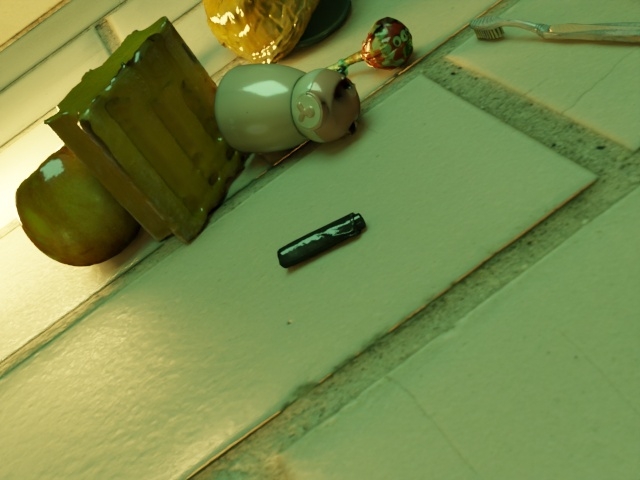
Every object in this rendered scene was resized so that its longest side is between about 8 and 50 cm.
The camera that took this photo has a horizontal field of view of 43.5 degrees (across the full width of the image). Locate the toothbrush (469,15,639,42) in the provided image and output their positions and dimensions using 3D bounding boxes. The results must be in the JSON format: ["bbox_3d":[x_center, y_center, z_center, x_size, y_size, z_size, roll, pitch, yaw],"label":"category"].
[{"bbox_3d":[0.358,-0.298,1.143,0.028,0.037,0.375,-49,37,-18],"label":"toothbrush"}]

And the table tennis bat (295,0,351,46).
[{"bbox_3d":[-0.037,-0.461,1.672,0.244,0.040,0.153,13,61,45],"label":"table tennis bat"}]

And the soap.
[{"bbox_3d":[-0.260,-0.177,1.309,0.143,0.281,0.259,-3,45,41],"label":"soap"}]

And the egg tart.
[{"bbox_3d":[-0.117,-0.526,1.622,0.340,0.153,0.351,-58,41,15],"label":"egg tart"}]

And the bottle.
[{"bbox_3d":[-0.041,-0.215,1.298,0.236,0.148,0.148,4,50,33],"label":"bottle"}]

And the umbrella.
[{"bbox_3d":[0.000,0.001,1.097,0.133,0.031,0.036,-27,61,12],"label":"umbrella"}]

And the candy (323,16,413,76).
[{"bbox_3d":[0.038,-0.313,1.411,0.287,0.084,0.078,-12,44,41],"label":"candy"}]

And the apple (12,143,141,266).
[{"bbox_3d":[-0.414,-0.075,1.386,0.236,0.208,0.237,-23,34,17],"label":"apple"}]
